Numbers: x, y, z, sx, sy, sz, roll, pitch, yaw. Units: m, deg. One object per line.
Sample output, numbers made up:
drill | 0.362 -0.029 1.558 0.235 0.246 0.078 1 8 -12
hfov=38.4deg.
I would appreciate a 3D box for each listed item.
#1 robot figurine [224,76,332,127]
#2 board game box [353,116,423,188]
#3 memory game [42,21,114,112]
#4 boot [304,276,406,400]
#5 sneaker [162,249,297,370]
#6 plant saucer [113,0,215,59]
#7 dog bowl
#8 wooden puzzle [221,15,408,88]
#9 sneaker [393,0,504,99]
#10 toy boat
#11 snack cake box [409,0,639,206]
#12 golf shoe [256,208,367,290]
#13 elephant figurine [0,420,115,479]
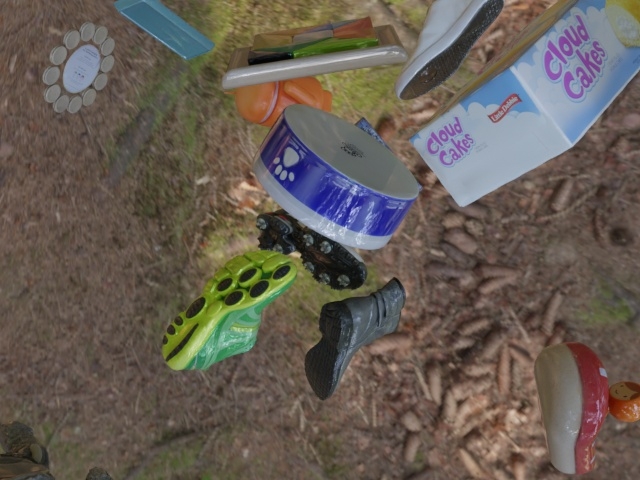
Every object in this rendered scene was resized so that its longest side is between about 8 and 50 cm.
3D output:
robot figurine | -0.081 -0.292 1.888 0.219 0.158 0.128 10 120 -31
board game box | 0.072 -0.118 1.860 0.194 0.060 0.194 -40 82 7
memory game | -0.450 -0.322 1.715 0.012 0.186 0.186 30 99 19
boot | 0.069 0.179 1.625 0.161 0.083 0.246 -16 141 -31
sneaker | -0.151 0.124 1.611 0.295 0.109 0.123 -40 143 18
plant saucer | -0.258 -0.355 1.538 0.067 0.018 0.192 -14 156 27
dog bowl | 0.026 -0.108 1.505 0.265 0.265 0.104 23 115 -22
wooden puzzle | -0.010 -0.242 1.158 0.221 0.238 0.044 -9 108 2
sneaker | 0.244 -0.421 1.894 0.290 0.123 0.106 -47 148 21
toy boat | 0.391 0.235 1.312 0.151 0.151 0.231 -11 146 9
snack cake box | 0.220 -0.159 0.878 0.089 0.152 0.264 51 55 -7
golf shoe | 0.000 0.000 1.746 0.120 0.273 0.105 -26 132 -39
elephant figurine | -0.321 0.287 0.962 0.169 0.239 0.186 -60 158 -19
